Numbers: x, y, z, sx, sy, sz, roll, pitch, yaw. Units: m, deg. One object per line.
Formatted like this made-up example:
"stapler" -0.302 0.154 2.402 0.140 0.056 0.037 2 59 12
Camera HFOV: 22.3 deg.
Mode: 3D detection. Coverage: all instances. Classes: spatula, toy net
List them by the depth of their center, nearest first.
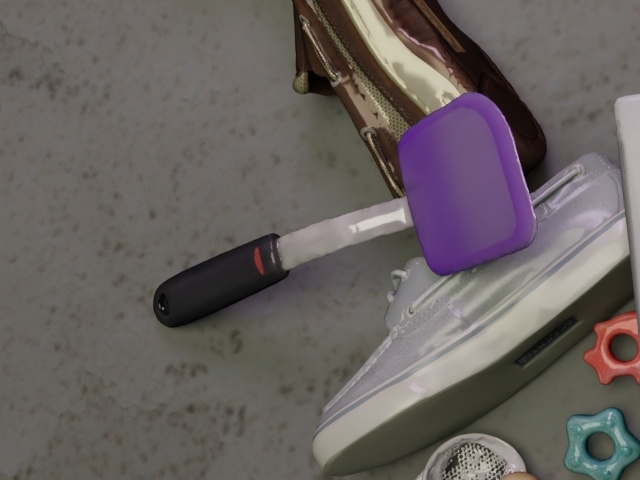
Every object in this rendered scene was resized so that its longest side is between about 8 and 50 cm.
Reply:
"toy net" 0.129 0.111 0.845 0.232 0.045 0.122 -19 85 19
"spatula" 0.000 0.000 0.878 0.296 0.030 0.084 -21 79 41

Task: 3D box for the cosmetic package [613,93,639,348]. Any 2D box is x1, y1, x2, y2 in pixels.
"cosmetic package" 0.334 0.058 0.714 0.377 0.097 0.284 -6 79 13

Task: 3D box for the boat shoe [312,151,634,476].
"boat shoe" 0.081 0.039 0.871 0.227 0.079 0.081 -38 62 10

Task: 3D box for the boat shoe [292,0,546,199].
"boat shoe" 0.014 -0.117 0.905 0.095 0.095 0.257 -42 68 24
